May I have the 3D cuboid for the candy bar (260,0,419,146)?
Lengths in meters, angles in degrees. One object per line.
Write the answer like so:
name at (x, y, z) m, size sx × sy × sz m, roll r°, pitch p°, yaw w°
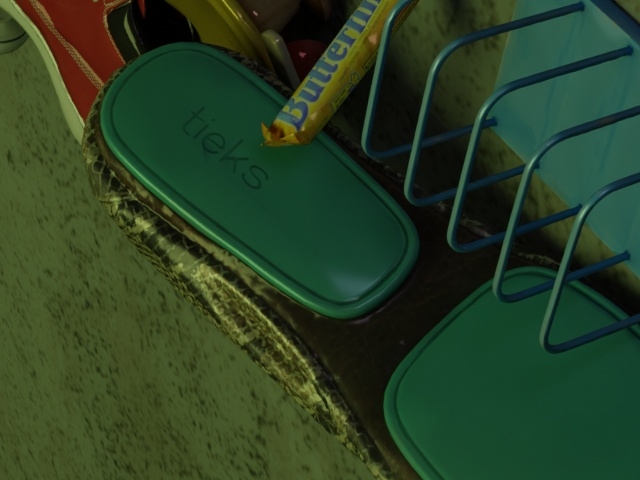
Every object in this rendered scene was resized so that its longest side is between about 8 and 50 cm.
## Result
candy bar at (0.022, -0.110, 1.075) m, size 0.018 × 0.161 × 0.040 m, roll 47°, pitch 160°, yaw -30°

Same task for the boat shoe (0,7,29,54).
boat shoe at (-0.283, -0.275, 1.550) m, size 0.084 × 0.095 × 0.258 m, roll -24°, pitch 86°, yaw 66°

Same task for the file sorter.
file sorter at (0.112, -0.043, 0.985) m, size 0.170 × 0.104 × 0.118 m, roll 49°, pitch 145°, yaw 35°

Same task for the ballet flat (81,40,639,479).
ballet flat at (0.056, 0.065, 1.089) m, size 0.483 × 0.164 × 0.182 m, roll 39°, pitch 161°, yaw 28°

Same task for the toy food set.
toy food set at (-0.037, -0.144, 1.238) m, size 0.218 × 0.071 × 0.128 m, roll 42°, pitch 164°, yaw 45°

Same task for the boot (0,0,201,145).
boot at (-0.165, -0.196, 1.404) m, size 0.244 × 0.088 × 0.176 m, roll 60°, pitch 150°, yaw 5°
